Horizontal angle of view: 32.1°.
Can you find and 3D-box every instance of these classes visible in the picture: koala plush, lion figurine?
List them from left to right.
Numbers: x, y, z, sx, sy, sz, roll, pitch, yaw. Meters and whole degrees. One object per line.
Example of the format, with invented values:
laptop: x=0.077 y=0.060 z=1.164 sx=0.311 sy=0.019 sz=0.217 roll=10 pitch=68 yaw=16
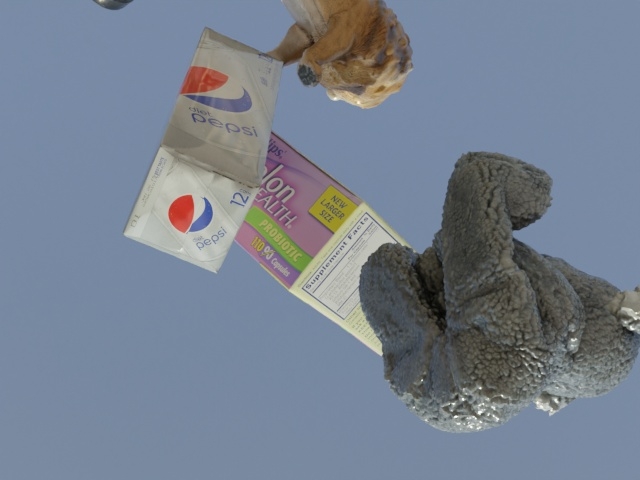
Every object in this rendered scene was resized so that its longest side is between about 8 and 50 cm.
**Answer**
lion figurine: x=-0.021 y=-0.322 z=1.351 sx=0.142 sy=0.392 sz=0.240 roll=-5 pitch=-152 yaw=41
koala plush: x=0.177 y=0.073 z=0.914 sx=0.221 sy=0.196 sz=0.203 roll=16 pitch=-134 yaw=-30

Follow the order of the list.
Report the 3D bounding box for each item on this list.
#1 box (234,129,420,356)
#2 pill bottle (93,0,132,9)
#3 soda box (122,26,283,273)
box: x=0.000 y=0.000 z=1.244 sx=0.117 sy=0.243 sz=0.213 roll=-50 pitch=-128 yaw=0
pill bottle: x=-0.211 y=-0.387 z=1.416 sx=0.123 sy=0.219 sz=0.123 roll=32 pitch=-135 yaw=-38
soda box: x=-0.101 y=-0.094 z=1.030 sx=0.091 sy=0.098 sz=0.286 roll=23 pitch=-151 yaw=-10
